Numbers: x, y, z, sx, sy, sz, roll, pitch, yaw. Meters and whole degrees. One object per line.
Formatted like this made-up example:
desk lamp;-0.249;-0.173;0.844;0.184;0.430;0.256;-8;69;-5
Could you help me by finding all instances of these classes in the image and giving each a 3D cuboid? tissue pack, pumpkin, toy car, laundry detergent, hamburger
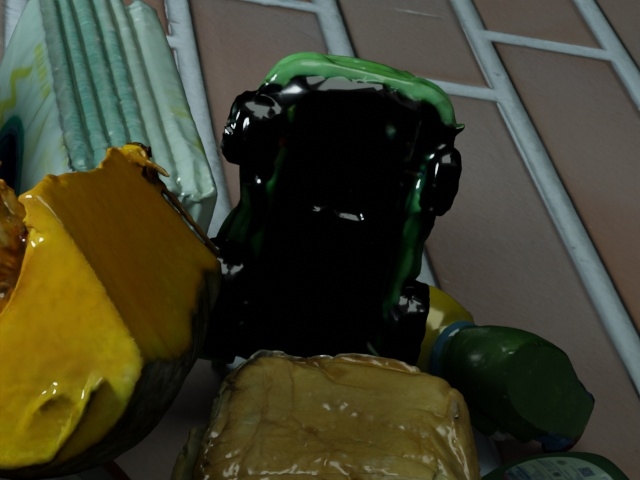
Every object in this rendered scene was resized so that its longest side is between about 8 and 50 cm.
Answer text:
tissue pack;-0.226;-0.032;1.811;0.162;0.287;0.388;12;27;-20
pumpkin;-0.241;0.054;1.505;0.303;0.256;0.225;-6;8;15
toy car;0.000;0.000;1.773;0.213;0.359;0.176;12;21;-3
laundry detergent;0.192;0.252;1.742;0.211;0.063;0.137;-4;40;-32
hamburger;0.003;0.210;1.625;0.259;0.144;0.283;11;24;11

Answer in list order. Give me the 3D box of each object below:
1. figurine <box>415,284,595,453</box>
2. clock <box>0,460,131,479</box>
figurine;0.143;0.124;1.909;0.234;0.127;0.185;6;-18;46
clock;-0.278;0.230;1.526;0.318;0.080;0.318;17;24;-8
